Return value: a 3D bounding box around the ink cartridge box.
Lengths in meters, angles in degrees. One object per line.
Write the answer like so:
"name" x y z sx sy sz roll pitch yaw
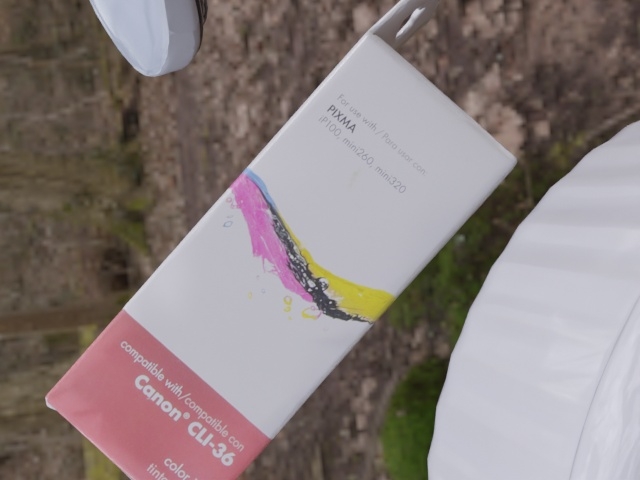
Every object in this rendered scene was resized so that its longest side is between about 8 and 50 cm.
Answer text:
"ink cartridge box" 0.000 0.000 0.508 0.067 0.198 0.115 41 177 0

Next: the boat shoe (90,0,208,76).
"boat shoe" -0.113 -0.256 0.910 0.113 0.105 0.306 -36 72 58

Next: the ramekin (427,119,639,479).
"ramekin" 0.154 0.073 0.426 0.127 0.273 0.273 15 113 61
